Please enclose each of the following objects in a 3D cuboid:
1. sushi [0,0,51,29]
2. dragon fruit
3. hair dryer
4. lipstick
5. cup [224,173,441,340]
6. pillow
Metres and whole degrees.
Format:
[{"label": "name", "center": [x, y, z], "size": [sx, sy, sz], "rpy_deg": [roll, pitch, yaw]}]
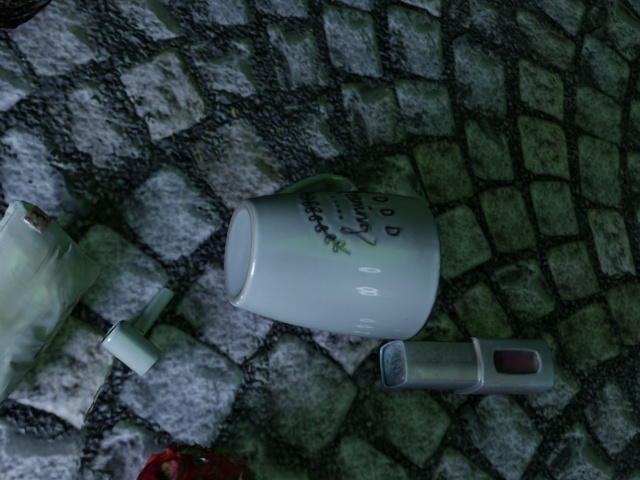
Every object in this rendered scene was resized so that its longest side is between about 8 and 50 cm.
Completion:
[{"label": "sushi", "center": [-0.379, -0.366, 1.034], "size": [0.147, 0.115, 0.213], "rpy_deg": [-22, 86, -31]}, {"label": "dragon fruit", "center": [-0.121, 0.309, 0.925], "size": [0.172, 0.160, 0.167], "rpy_deg": [26, 38, -20]}, {"label": "hair dryer", "center": [-0.201, 0.096, 1.026], "size": [0.063, 0.038, 0.124], "rpy_deg": [42, 50, -13]}, {"label": "lipstick", "center": [0.205, 0.174, 1.204], "size": [0.252, 0.077, 0.079], "rpy_deg": [6, 70, -27]}, {"label": "cup", "center": [0.000, 0.000, 1.110], "size": [0.234, 0.186, 0.258], "rpy_deg": [7, 40, -20]}, {"label": "pillow", "center": [-0.345, 0.074, 0.936], "size": [0.128, 0.051, 0.229], "rpy_deg": [42, 58, -20]}]
